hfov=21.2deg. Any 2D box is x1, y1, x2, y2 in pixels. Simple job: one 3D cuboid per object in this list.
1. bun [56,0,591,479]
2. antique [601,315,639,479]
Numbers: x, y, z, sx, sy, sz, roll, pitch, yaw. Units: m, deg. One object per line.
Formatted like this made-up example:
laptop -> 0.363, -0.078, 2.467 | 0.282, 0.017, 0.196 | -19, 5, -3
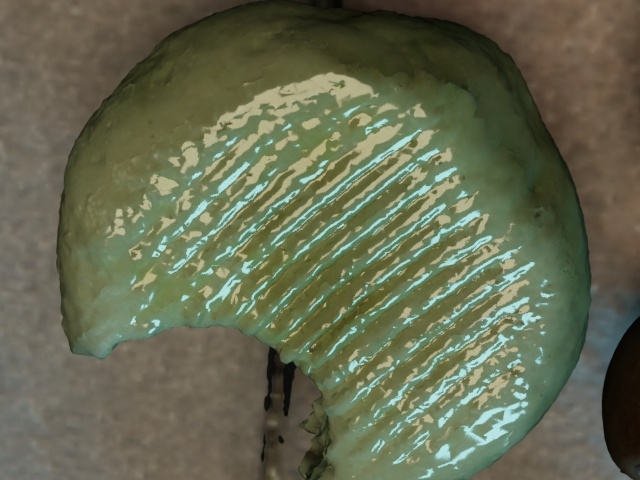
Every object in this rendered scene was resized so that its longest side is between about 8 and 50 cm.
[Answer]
bun -> 0.000, 0.000, 0.680 | 0.203, 0.126, 0.213 | -21, 114, 10
antique -> 0.186, 0.004, 0.673 | 0.143, 0.121, 0.257 | 12, 109, 7
